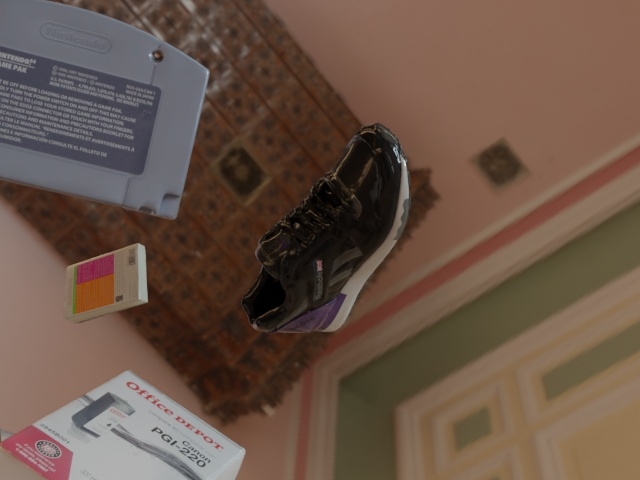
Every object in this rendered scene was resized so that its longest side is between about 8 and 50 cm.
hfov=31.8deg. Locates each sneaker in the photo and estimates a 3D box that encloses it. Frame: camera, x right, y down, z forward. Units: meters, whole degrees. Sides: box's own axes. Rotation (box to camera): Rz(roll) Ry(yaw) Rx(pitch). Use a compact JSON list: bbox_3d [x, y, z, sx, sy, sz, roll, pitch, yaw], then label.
[{"bbox_3d":[0.000,0.000,1.231,0.107,0.124,0.283,52,-47,38],"label":"sneaker"}]

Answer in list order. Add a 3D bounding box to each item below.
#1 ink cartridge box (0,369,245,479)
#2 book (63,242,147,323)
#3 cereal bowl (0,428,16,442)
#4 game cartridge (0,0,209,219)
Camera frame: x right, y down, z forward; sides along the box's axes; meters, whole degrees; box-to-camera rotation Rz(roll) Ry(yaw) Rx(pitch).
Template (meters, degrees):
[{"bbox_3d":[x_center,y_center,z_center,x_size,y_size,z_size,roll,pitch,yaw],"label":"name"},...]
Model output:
[{"bbox_3d":[-0.193,0.226,1.059,0.092,0.158,0.218,-63,166,19],"label":"ink cartridge box"},{"bbox_3d":[-0.343,0.068,1.790,0.144,0.035,0.096,-16,-114,25],"label":"book"},{"bbox_3d":[-0.345,0.354,1.418,0.141,0.339,0.339,-45,-158,-10],"label":"cereal bowl"},{"bbox_3d":[-0.275,-0.148,1.188,0.060,0.294,0.196,-162,-94,-76],"label":"game cartridge"}]
